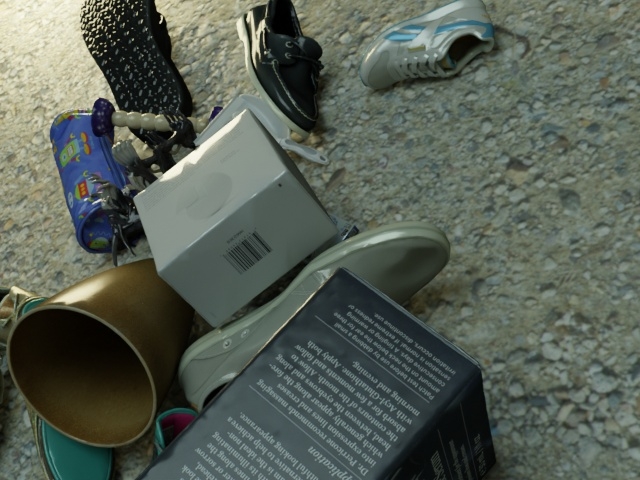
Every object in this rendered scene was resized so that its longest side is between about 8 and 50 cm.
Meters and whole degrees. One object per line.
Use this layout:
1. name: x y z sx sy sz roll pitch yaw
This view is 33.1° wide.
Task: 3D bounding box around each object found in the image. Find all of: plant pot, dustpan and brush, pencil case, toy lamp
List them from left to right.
1. pencil case: -0.396 -0.112 1.906 0.133 0.119 0.306 -49 44 22
2. plant pot: -0.291 0.138 1.597 0.237 0.237 0.254 -9 22 27
3. toy lamp: -0.255 -0.200 1.859 0.275 0.080 0.080 4 60 9
4. dustpan and brush: -0.082 -0.165 1.769 0.211 0.060 0.147 31 53 6

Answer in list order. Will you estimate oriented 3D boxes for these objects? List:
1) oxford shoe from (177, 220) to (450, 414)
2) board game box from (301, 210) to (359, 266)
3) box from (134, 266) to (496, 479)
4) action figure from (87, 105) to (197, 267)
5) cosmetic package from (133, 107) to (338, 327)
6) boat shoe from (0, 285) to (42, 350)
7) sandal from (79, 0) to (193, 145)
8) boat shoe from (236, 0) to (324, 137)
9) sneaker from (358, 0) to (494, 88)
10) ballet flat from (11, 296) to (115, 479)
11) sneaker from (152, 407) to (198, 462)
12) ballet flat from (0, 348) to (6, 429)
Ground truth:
1. oxford shoe: -0.005 0.129 1.473 0.449 0.169 0.130 -34 44 18
2. board game box: 0.000 0.000 1.652 0.090 0.020 0.090 29 78 41
3. box: -0.008 0.283 1.219 0.212 0.293 0.395 36 73 28
4. action figure: -0.298 -0.089 1.725 0.164 0.141 0.275 -35 24 41
5. cosmetic package: -0.127 -0.037 1.537 0.224 0.138 0.224 -37 35 5
6. boat shoe: -0.505 0.139 1.813 0.302 0.103 0.113 1 61 32
7. sandal: -0.352 -0.357 2.075 0.168 0.107 0.445 -28 62 13
8. boat shoe: -0.051 -0.310 1.826 0.113 0.127 0.340 -40 37 18
9. sneaker: 0.166 -0.300 1.712 0.229 0.087 0.092 -26 51 17
10. ballet flat: -0.401 0.256 1.654 0.123 0.123 0.348 -27 69 14
11. sneaker: -0.210 0.317 1.442 0.296 0.124 0.178 -7 100 22
12. ballet flat: -0.555 0.276 1.762 0.091 0.077 0.240 -8 70 32
